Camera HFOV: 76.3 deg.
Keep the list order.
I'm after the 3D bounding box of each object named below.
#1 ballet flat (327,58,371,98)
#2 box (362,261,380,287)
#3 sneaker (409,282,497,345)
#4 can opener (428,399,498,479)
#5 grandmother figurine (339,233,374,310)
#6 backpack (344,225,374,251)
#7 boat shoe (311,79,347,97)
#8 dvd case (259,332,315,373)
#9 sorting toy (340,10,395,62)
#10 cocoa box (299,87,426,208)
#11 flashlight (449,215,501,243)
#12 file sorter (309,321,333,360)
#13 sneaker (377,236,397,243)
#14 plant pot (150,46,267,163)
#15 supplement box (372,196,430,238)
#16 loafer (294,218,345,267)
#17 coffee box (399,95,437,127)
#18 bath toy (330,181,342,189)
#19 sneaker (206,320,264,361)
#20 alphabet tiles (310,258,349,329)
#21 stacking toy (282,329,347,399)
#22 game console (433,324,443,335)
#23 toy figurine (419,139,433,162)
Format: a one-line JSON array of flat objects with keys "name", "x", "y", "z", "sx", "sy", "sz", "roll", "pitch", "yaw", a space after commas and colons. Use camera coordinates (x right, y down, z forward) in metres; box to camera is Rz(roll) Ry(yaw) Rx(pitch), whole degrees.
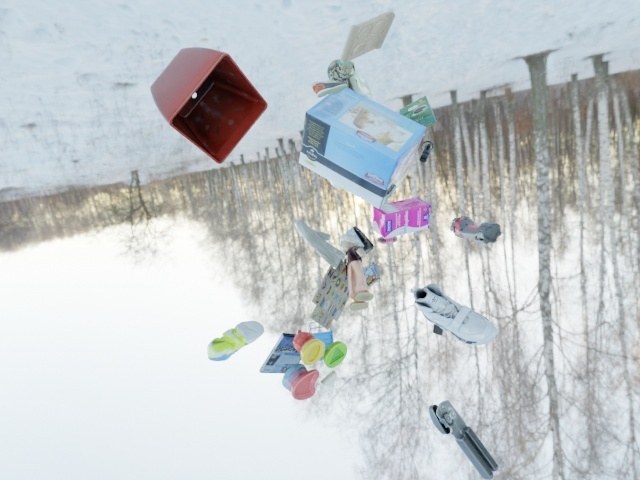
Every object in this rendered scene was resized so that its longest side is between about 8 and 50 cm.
[{"name": "ballet flat", "x": 0.192, "y": -0.750, "z": 2.158, "sx": 0.181, "sy": 0.164, "sz": 0.483, "roll": 14, "pitch": 160, "yaw": 29}, {"name": "box", "x": 0.225, "y": 0.178, "z": 1.952, "sx": 0.027, "sy": 0.094, "sz": 0.137, "roll": 17, "pitch": 137, "yaw": -31}, {"name": "sneaker", "x": 0.531, "y": 0.299, "z": 1.686, "sx": 0.137, "sy": 0.210, "sz": 0.365, "roll": -55, "pitch": -145, "yaw": -9}, {"name": "can opener", "x": 0.485, "y": 0.682, "z": 1.405, "sx": 0.076, "sy": 0.283, "sz": 0.095, "roll": -32, "pitch": 173, "yaw": -35}, {"name": "grandmother figurine", "x": 0.138, "y": 0.105, "z": 1.684, "sx": 0.103, "sy": 0.208, "sz": 0.343, "roll": 11, "pitch": -136, "yaw": -23}, {"name": "backpack", "x": 0.228, "y": 0.002, "z": 2.480, "sx": 0.115, "sy": 0.182, "sz": 0.152, "roll": -39, "pitch": 164, "yaw": 13}, {"name": "boat shoe", "x": 0.030, "y": -0.492, "z": 1.301, "sx": 0.137, "sy": 0.043, "sz": 0.049, "roll": -27, "pitch": 174, "yaw": -35}, {"name": "dvd case", "x": -0.156, "y": 0.534, "z": 1.911, "sx": 0.180, "sy": 0.253, "sz": 0.022, "roll": 15, "pitch": -152, "yaw": -35}, {"name": "sorting toy", "x": 0.184, "y": -0.825, "z": 1.648, "sx": 0.208, "sy": 0.038, "sz": 0.193, "roll": -28, "pitch": 169, "yaw": -20}, {"name": "cocoa box", "x": 0.135, "y": -0.324, "z": 1.395, "sx": 0.347, "sy": 0.228, "sz": 0.231, "roll": 32, "pitch": -126, "yaw": 15}, {"name": "flashlight", "x": 0.674, "y": -0.051, "z": 1.773, "sx": 0.103, "sy": 0.103, "sz": 0.304, "roll": -10, "pitch": -174, "yaw": -7}, {"name": "file sorter", "x": 0.003, "y": 0.498, "z": 2.039, "sx": 0.118, "sy": 0.105, "sz": 0.170, "roll": -7, "pitch": -144, "yaw": 3}, {"name": "sneaker", "x": 0.400, "y": -0.005, "z": 2.446, "sx": 0.119, "sy": 0.047, "sz": 0.057, "roll": -1, "pitch": -175, "yaw": 5}, {"name": "plant pot", "x": -0.385, "y": -0.461, "z": 1.329, "sx": 0.235, "sy": 0.267, "sz": 0.267, "roll": 38, "pitch": 179, "yaw": 27}, {"name": "supplement box", "x": 0.339, "y": -0.097, "z": 1.715, "sx": 0.219, "sy": 0.111, "sz": 0.114, "roll": -13, "pitch": -153, "yaw": -17}, {"name": "loafer", "x": 0.000, "y": 0.000, "z": 2.049, "sx": 0.111, "sy": 0.319, "sz": 0.112, "roll": -46, "pitch": -160, "yaw": -4}, {"name": "coffee box", "x": 0.355, "y": -0.457, "z": 1.494, "sx": 0.113, "sy": 0.040, "sz": 0.184, "roll": -24, "pitch": -147, "yaw": 20}, {"name": "bath toy", "x": 0.094, "y": -0.288, "z": 1.723, "sx": 0.151, "sy": 0.129, "sz": 0.348, "roll": -33, "pitch": -178, "yaw": 17}, {"name": "sneaker", "x": -0.333, "y": 0.389, "z": 1.565, "sx": 0.240, "sy": 0.091, "sz": 0.126, "roll": -15, "pitch": 151, "yaw": -40}, {"name": "alphabet tiles", "x": 0.059, "y": 0.244, "z": 1.816, "sx": 0.011, "sy": 0.285, "sz": 0.342, "roll": 20, "pitch": 165, "yaw": 28}, {"name": "stacking toy", "x": -0.036, "y": 0.551, "z": 1.858, "sx": 0.279, "sy": 0.309, "sz": 0.130, "roll": 6, "pitch": -162, "yaw": -43}, {"name": "game console", "x": 0.590, "y": 0.422, "z": 2.101, "sx": 0.122, "sy": 0.071, "sz": 0.107, "roll": 28, "pitch": -164, "yaw": -49}, {"name": "toy figurine", "x": 0.460, "y": -0.498, "z": 2.117, "sx": 0.213, "sy": 0.210, "sz": 0.148, "roll": -14, "pitch": -145, "yaw": 39}]
